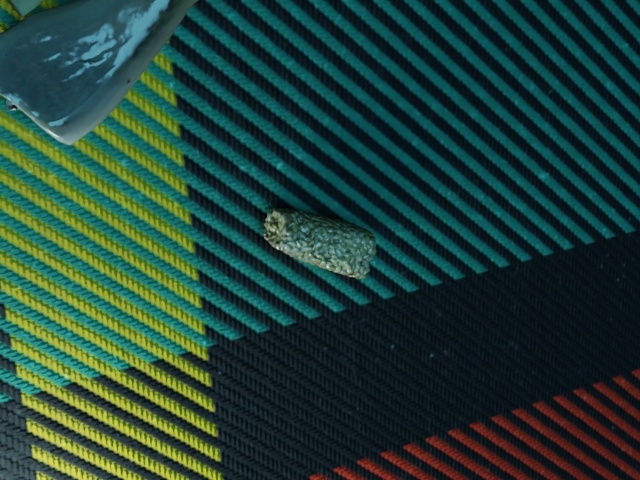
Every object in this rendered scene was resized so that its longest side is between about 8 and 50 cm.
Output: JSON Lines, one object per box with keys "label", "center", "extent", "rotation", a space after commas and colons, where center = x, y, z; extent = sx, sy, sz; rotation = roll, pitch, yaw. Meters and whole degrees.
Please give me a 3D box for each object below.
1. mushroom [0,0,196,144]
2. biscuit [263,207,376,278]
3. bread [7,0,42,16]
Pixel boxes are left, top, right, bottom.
{"label": "mushroom", "center": [-0.253, -0.257, 1.393], "extent": [0.328, 0.122, 0.159], "rotation": [-44, 139, -8]}
{"label": "biscuit", "center": [0.000, 0.000, 1.633], "extent": [0.168, 0.082, 0.070], "rotation": [16, 97, -29]}
{"label": "bread", "center": [-0.326, -0.367, 1.355], "extent": [0.178, 0.060, 0.139], "rotation": [-40, 120, -10]}
